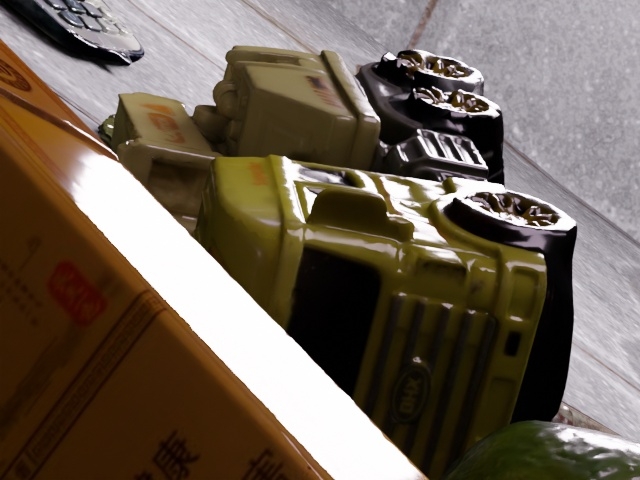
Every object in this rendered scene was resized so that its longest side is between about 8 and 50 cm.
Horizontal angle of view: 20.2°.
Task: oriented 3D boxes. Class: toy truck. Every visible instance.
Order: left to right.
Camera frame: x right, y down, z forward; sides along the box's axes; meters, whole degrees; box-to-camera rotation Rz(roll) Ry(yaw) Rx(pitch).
[{"bbox_3d":[0.000,0.000,1.070,0.254,0.181,0.405,8,20,-10],"label":"toy truck"}]

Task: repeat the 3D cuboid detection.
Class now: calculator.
[{"bbox_3d":[-0.258,-0.240,1.568,0.268,0.040,0.177,42,14,15],"label":"calculator"}]

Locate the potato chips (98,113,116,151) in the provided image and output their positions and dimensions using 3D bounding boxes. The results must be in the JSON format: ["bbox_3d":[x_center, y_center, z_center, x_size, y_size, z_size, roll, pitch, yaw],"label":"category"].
[{"bbox_3d":[-0.078,-0.039,1.377,0.202,0.029,0.220,34,15,-4],"label":"potato chips"}]

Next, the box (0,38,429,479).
[{"bbox_3d":[-0.102,0.067,0.604,0.274,0.174,0.076,44,13,27],"label":"box"}]

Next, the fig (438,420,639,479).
[{"bbox_3d":[0.098,0.202,0.799,0.203,0.203,0.235,40,53,10],"label":"fig"}]

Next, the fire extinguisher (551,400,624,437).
[{"bbox_3d":[0.138,0.130,1.211,0.252,0.075,0.106,32,-14,-16],"label":"fire extinguisher"}]
